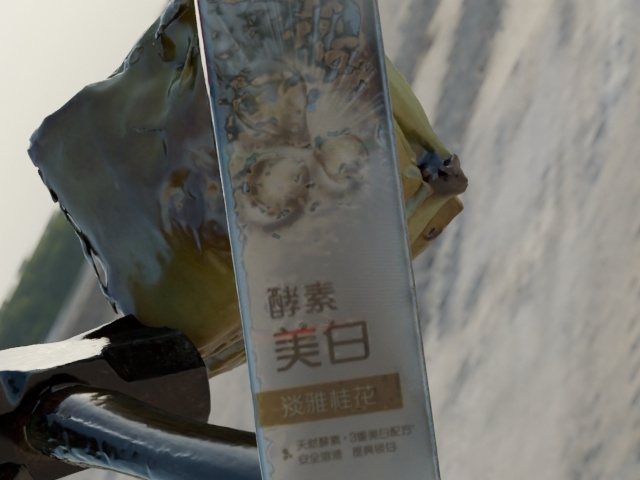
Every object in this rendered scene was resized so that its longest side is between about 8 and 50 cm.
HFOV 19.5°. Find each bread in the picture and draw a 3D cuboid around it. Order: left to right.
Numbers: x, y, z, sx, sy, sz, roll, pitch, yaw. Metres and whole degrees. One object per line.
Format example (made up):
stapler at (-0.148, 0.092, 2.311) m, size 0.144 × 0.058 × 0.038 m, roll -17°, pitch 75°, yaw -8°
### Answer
bread at (-0.072, -0.043, 1.410) m, size 0.324 × 0.277 × 0.167 m, roll -37°, pitch -1°, yaw 42°

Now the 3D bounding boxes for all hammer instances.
hammer at (-0.105, 0.126, 1.191) m, size 0.408 × 0.242 × 0.095 m, roll 4°, pitch 103°, yaw 52°

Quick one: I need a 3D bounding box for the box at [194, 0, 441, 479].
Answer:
box at (0.000, 0.000, 0.551) m, size 0.039 × 0.055 × 0.218 m, roll -121°, pitch 22°, yaw -85°
